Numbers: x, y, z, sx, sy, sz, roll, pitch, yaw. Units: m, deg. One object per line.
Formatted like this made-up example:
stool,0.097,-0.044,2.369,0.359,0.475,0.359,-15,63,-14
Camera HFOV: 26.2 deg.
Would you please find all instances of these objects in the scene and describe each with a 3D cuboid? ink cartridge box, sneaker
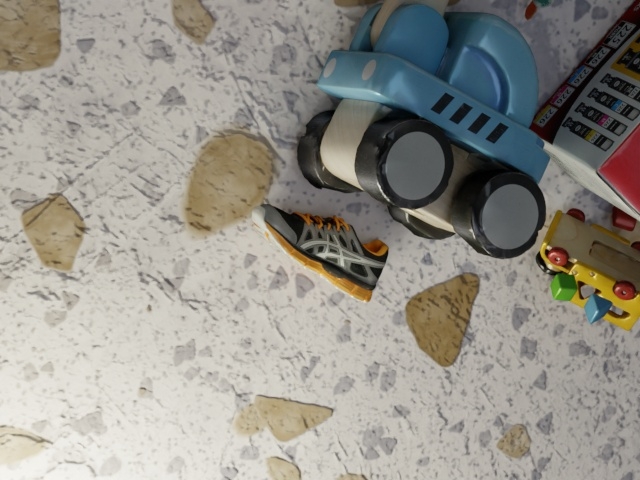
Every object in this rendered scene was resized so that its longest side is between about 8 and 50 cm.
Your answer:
ink cartridge box,0.454,-0.185,1.743,0.130,0.272,0.309,39,93,-28
sneaker,0.000,0.000,1.763,0.215,0.084,0.083,31,94,-36

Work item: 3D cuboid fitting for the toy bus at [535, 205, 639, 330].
toy bus,0.365,0.040,1.889,0.191,0.202,0.104,-7,143,-25

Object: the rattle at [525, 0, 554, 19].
rattle,0.345,-0.375,1.747,0.200,0.130,0.142,-12,105,13

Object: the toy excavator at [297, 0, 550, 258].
toy excavator,0.127,-0.255,1.662,0.433,0.222,0.445,26,86,-26
